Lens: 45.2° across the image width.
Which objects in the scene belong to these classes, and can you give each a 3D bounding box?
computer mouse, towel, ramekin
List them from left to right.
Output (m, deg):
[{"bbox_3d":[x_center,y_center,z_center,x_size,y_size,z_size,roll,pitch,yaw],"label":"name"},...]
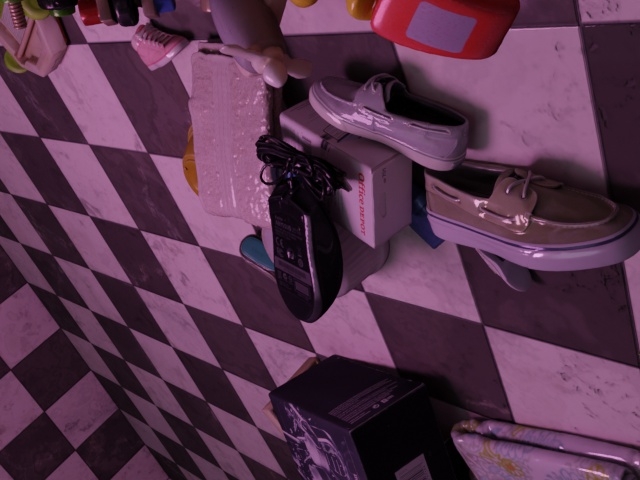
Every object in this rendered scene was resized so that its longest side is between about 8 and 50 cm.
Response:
[{"bbox_3d":[-0.127,-0.161,1.178,0.187,0.049,0.282,15,115,44],"label":"towel"},{"bbox_3d":[-0.011,-0.010,1.095,0.188,0.072,0.272,30,131,46],"label":"computer mouse"},{"bbox_3d":[0.000,0.000,1.254,0.207,0.109,0.207,32,148,23],"label":"ramekin"},{"bbox_3d":[0.140,-0.046,1.100,0.119,0.029,0.067,46,152,1],"label":"towel"},{"bbox_3d":[0.430,0.450,1.295,0.374,0.090,0.321,-5,120,54],"label":"towel"}]

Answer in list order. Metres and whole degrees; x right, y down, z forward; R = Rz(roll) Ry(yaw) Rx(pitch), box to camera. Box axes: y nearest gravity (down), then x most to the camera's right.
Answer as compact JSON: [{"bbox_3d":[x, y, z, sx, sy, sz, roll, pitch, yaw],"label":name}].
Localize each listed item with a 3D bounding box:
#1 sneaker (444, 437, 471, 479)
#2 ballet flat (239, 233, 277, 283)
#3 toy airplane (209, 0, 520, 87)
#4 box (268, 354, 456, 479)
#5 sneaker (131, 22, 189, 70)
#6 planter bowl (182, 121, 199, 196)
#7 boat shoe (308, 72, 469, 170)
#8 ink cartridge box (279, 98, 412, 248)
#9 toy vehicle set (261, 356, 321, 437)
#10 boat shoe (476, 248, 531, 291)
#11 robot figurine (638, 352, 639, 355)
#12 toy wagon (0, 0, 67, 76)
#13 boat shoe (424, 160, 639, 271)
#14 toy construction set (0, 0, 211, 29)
[{"bbox_3d":[0.244,0.468,1.549,0.097,0.084,0.235,25,144,36],"label":"sneaker"},{"bbox_3d":[-0.062,0.058,1.465,0.213,0.072,0.068,34,176,21],"label":"ballet flat"},{"bbox_3d":[-0.028,-0.330,0.714,0.384,0.272,0.386,9,132,44],"label":"toy airplane"},{"bbox_3d":[0.093,0.434,1.493,0.312,0.178,0.343,4,117,60],"label":"box"},{"bbox_3d":[-0.268,-0.323,1.251,0.070,0.051,0.134,52,154,-22],"label":"sneaker"},{"bbox_3d":[-0.175,-0.123,1.344,0.217,0.090,0.217,32,148,23],"label":"planter bowl"},{"bbox_3d":[0.088,-0.171,0.977,0.227,0.079,0.081,28,137,19],"label":"boat shoe"},{"bbox_3d":[0.035,-0.099,1.076,0.190,0.082,0.140,34,145,35],"label":"ink cartridge box"},{"bbox_3d":[0.013,0.410,1.686,0.267,0.166,0.035,52,150,-10],"label":"toy vehicle set"},{"bbox_3d":[0.249,0.031,1.060,0.100,0.035,0.035,42,178,-1],"label":"boat shoe"},{"bbox_3d":[0.447,0.174,0.945,0.115,0.067,0.101,42,158,8],"label":"robot figurine"},{"bbox_3d":[-0.635,-0.486,1.500,0.344,0.068,0.267,52,150,-9],"label":"toy wagon"},{"bbox_3d":[0.234,-0.037,0.918,0.302,0.109,0.094,11,134,49],"label":"boat shoe"},{"bbox_3d":[-0.221,-0.409,0.956,0.308,0.257,0.237,8,124,19],"label":"toy construction set"}]
